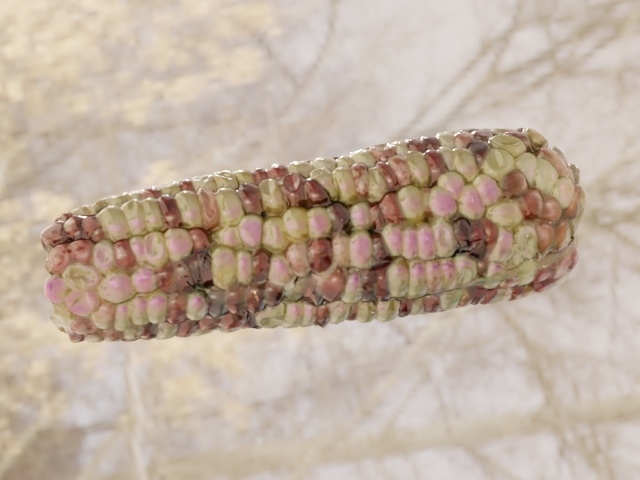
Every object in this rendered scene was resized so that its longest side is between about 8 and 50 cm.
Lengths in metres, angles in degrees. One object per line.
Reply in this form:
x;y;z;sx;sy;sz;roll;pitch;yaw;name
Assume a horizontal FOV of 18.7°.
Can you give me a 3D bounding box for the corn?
0.000;0.000;0.979;0.092;0.281;0.092;172;-90;-81;corn
